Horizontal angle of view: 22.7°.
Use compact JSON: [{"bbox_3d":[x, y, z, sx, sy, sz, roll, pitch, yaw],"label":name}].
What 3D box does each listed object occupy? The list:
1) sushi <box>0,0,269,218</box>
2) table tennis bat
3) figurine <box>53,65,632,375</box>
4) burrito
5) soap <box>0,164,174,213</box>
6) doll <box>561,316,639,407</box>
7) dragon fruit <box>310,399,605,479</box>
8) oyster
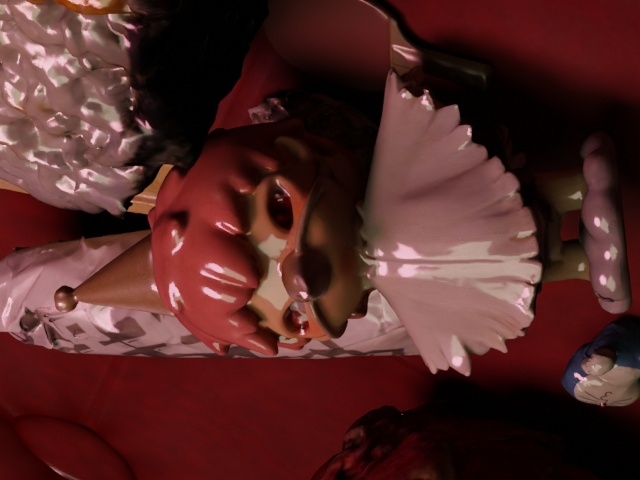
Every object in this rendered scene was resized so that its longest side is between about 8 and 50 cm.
[{"bbox_3d":[-0.140,-0.166,0.940,0.211,0.171,0.350,23,147,9],"label":"sushi"},{"bbox_3d":[0.034,-0.125,1.021,0.156,0.013,0.087,17,145,16],"label":"table tennis bat"},{"bbox_3d":[0.000,0.000,1.020,0.387,0.166,0.207,-4,115,13],"label":"figurine"},{"bbox_3d":[-0.099,0.040,1.240,0.445,0.101,0.139,-3,160,28],"label":"burrito"},{"bbox_3d":[-0.207,-0.072,1.236,0.252,0.037,0.092,9,142,24],"label":"soap"},{"bbox_3d":[0.216,0.094,1.163,0.076,0.050,0.083,12,147,-11],"label":"doll"},{"bbox_3d":[0.113,0.286,1.275,0.329,0.329,0.329,18,146,13],"label":"dragon fruit"},{"bbox_3d":[0.000,-0.060,1.109,0.100,0.037,0.098,-1,138,36],"label":"oyster"}]
